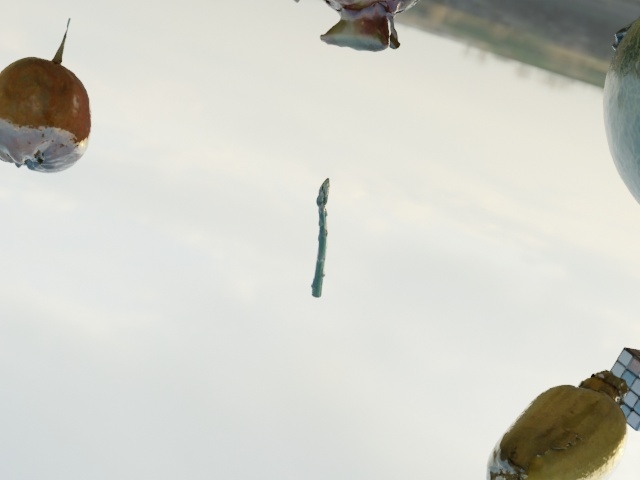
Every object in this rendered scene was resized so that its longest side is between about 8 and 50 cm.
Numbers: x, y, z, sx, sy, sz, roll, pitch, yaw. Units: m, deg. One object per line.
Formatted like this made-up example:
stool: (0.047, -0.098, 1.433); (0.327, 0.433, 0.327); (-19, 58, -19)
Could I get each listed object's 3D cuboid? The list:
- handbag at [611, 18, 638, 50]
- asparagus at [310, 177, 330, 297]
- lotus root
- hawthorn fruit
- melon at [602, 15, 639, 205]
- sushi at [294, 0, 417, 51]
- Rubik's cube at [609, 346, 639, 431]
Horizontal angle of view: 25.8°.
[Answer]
handbag: (0.590, -0.353, 2.005); (0.180, 0.317, 0.416); (59, -155, -8)
asparagus: (0.000, 0.000, 1.504); (0.016, 0.163, 0.016); (-8, -139, -12)
lotus root: (0.316, 0.276, 1.848); (0.146, 0.131, 0.303); (13, -152, 33)
hawthorn fruit: (-0.359, -0.170, 1.807); (0.149, 0.189, 0.149); (12, 145, 9)
melon: (0.384, -0.104, 1.262); (0.237, 0.237, 0.301); (26, 171, 39)
sushi: (-0.002, -0.350, 1.401); (0.343, 0.182, 0.196); (49, 148, -17)
Rubik's cube: (0.484, 0.224, 2.078); (0.092, 0.092, 0.092); (11, -157, -44)
